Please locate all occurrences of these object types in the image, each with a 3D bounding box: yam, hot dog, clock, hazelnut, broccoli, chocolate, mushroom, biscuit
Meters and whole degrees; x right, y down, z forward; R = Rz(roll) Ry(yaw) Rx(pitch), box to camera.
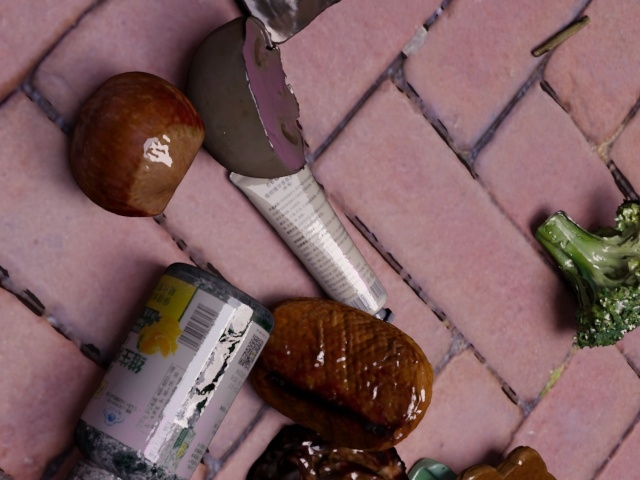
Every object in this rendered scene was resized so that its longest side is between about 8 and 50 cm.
[{"bbox_3d":[0.323,-0.272,1.868,0.107,0.014,0.014,-35,112,-23],"label":"yam"},{"bbox_3d":[0.021,0.157,1.653,0.226,0.099,0.160,30,92,8],"label":"hot dog"},{"bbox_3d":[0.138,0.360,1.818,0.101,0.041,0.135,43,74,-28],"label":"clock"},{"bbox_3d":[-0.203,-0.104,1.508,0.143,0.143,0.154,23,105,-31],"label":"hazelnut"},{"bbox_3d":[0.373,0.031,1.866,0.194,0.194,0.220,34,102,-30],"label":"broccoli"},{"bbox_3d":[0.037,0.327,1.677,0.224,0.177,0.206,-49,117,-18],"label":"chocolate"},{"bbox_3d":[-0.092,-0.155,1.577,0.117,0.141,0.188,-13,107,6],"label":"mushroom"},{"bbox_3d":[0.238,0.386,1.854,0.208,0.041,0.290,-48,131,-18],"label":"biscuit"}]

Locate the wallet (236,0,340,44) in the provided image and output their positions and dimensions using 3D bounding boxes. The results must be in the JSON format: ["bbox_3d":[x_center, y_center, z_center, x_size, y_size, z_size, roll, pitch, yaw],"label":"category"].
[{"bbox_3d":[0.011,-0.373,1.653,0.309,0.042,0.165,-40,113,-21],"label":"wallet"}]

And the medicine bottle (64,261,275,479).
[{"bbox_3d":[-0.176,0.179,1.549,0.141,0.141,0.293,34,78,-30],"label":"medicine bottle"}]

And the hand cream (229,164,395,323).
[{"bbox_3d":[0.000,0.000,1.687,0.095,0.059,0.276,-40,110,-15],"label":"hand cream"}]
